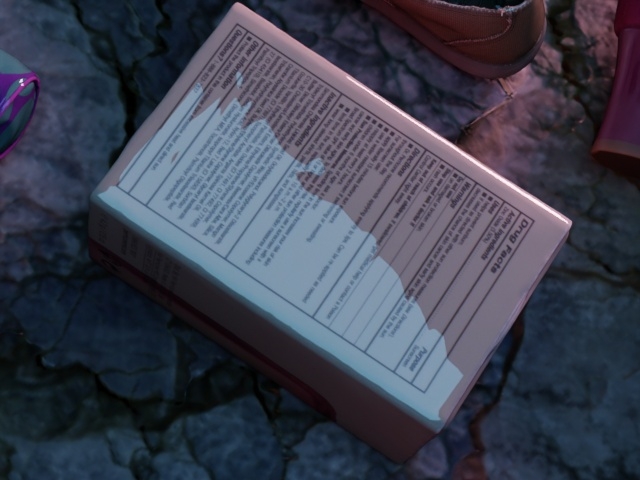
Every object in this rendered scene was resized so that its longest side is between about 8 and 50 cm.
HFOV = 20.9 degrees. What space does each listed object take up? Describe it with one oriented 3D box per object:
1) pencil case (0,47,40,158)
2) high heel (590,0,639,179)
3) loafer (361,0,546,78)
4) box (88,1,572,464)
[{"bbox_3d":[-0.243,-0.107,1.032,0.151,0.064,0.070,30,56,2],"label":"pencil case"},{"bbox_3d":[0.365,-0.087,1.075,0.377,0.127,0.181,17,82,1],"label":"high heel"},{"bbox_3d":[0.038,-0.197,1.087,0.251,0.087,0.094,28,72,1],"label":"loafer"},{"bbox_3d":[0.000,0.000,1.003,0.232,0.127,0.149,34,72,2],"label":"box"}]
